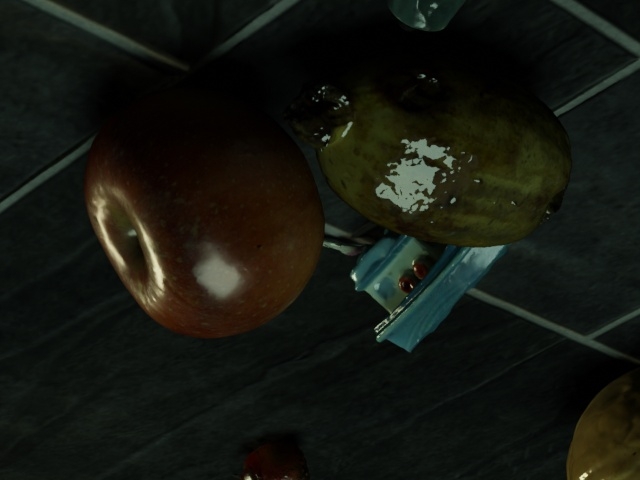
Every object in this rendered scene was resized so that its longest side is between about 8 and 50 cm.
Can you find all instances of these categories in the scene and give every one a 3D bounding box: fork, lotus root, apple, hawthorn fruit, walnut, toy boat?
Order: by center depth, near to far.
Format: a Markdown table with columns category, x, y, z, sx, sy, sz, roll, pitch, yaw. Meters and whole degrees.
| category | x | y | z | sx | sy | sz | roll | pitch | yaw |
| --- | --- | --- | --- | --- | --- | --- | --- | --- | --- |
| apple | -0.083 | -0.025 | 1.409 | 0.162 | 0.201 | 0.201 | -26 | 157 | -25 |
| lotus root | 0.086 | -0.073 | 1.424 | 0.260 | 0.128 | 0.145 | 16 | 107 | -31 |
| toy boat | 0.115 | -0.009 | 1.599 | 0.238 | 0.098 | 0.109 | -50 | 176 | 36 |
| fork | 0.000 | 0.001 | 1.645 | 0.115 | 0.012 | 0.016 | 9 | 138 | -29 |
| walnut | 0.395 | 0.238 | 1.979 | 0.261 | 0.225 | 0.225 | -19 | 149 | 5 |
| hawthorn fruit | -0.049 | 0.254 | 2.000 | 0.077 | 0.077 | 0.077 | -8 | 150 | -5 |

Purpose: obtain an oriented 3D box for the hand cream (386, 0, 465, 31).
| category | x | y | z | sx | sy | sz | roll | pitch | yaw |
| --- | --- | --- | --- | --- | --- | --- | --- | --- | --- |
| hand cream | 0.120 | -0.225 | 1.261 | 0.075 | 0.052 | 0.248 | 8 | 145 | -30 |
